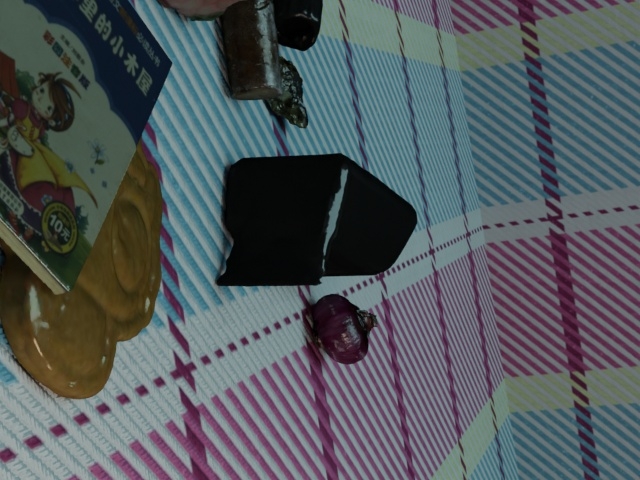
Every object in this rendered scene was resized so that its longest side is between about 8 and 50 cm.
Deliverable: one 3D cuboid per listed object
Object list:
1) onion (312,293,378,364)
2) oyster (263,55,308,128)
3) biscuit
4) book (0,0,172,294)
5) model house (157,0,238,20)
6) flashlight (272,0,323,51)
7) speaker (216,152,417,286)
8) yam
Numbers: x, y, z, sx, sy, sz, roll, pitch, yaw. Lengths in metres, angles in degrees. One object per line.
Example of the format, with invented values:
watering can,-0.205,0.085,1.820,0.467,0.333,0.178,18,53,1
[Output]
onion,0.038,0.135,1.703,0.115,0.104,0.115,-18,90,-85
oyster,-0.055,-0.240,1.660,0.148,0.051,0.103,36,41,-51
biscuit,-0.223,-0.027,1.092,0.269,0.051,0.376,58,30,-53
book,-0.242,-0.142,0.996,0.228,0.018,0.322,55,36,-39
model house,-0.092,-0.419,1.333,0.202,0.237,0.237,47,39,-57
flashlight,-0.022,-0.489,1.782,0.103,0.103,0.424,56,32,-53
speaker,0.000,0.000,1.554,0.388,0.180,0.184,26,65,-67
yam,-0.096,-0.267,1.511,0.079,0.079,0.141,-2,87,-71
